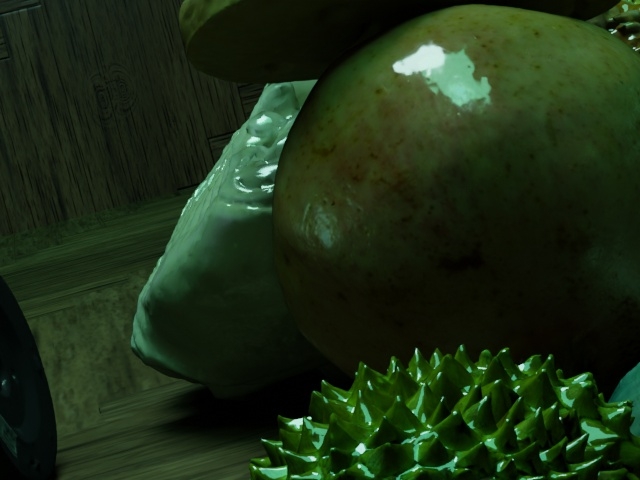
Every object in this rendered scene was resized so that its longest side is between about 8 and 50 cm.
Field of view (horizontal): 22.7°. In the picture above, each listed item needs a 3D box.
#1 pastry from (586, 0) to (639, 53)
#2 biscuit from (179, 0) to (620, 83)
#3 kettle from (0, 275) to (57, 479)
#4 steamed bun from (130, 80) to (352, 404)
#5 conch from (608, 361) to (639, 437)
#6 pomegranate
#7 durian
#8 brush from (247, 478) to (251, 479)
[{"bbox_3d":[0.258,-0.106,1.546,0.292,0.337,0.405,19,15,-34],"label":"pastry"},{"bbox_3d":[0.064,-0.171,1.229,0.354,0.052,0.275,-5,-15,-34],"label":"biscuit"},{"bbox_3d":[-0.386,0.166,1.304,0.290,0.207,0.268,-19,37,4],"label":"kettle"},{"bbox_3d":[0.000,0.000,1.467,0.352,0.247,0.339,-56,6,44],"label":"steamed bun"},{"bbox_3d":[0.265,0.090,0.934,0.196,0.134,0.202,-1,16,46],"label":"conch"},{"bbox_3d":[0.135,-0.002,1.161,0.338,0.338,0.338,-13,10,2],"label":"pomegranate"},{"bbox_3d":[0.068,0.146,0.815,0.236,0.177,0.200,-7,24,-38],"label":"durian"},{"bbox_3d":[-0.133,0.221,1.074,0.085,0.020,0.336,-4,13,44],"label":"brush"}]
